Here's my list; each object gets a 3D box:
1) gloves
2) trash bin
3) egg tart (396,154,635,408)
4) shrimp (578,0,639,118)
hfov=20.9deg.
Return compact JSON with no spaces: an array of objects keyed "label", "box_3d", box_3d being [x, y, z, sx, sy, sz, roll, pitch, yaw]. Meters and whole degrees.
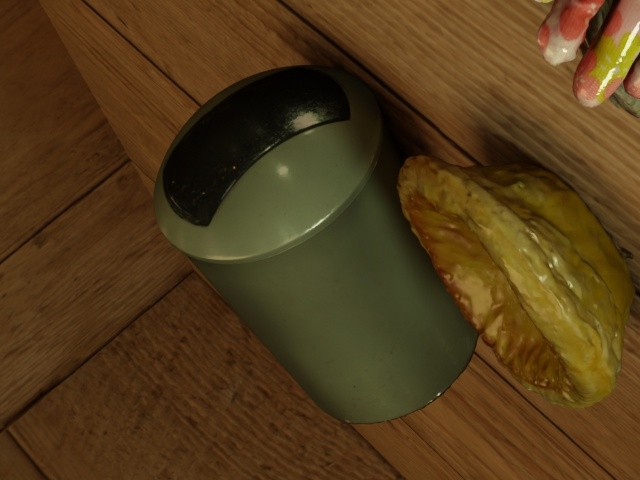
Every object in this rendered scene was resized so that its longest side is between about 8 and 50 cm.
[{"label":"gloves","box_3d":[0.203,-0.180,1.039,0.145,0.126,0.241,15,153,17]},{"label":"trash bin","box_3d":[0.000,0.000,2.024,0.280,0.280,0.432,38,167,46]},{"label":"egg tart","box_3d":[0.203,0.022,1.679,0.319,0.128,0.319,50,170,12]},{"label":"shrimp","box_3d":[0.213,-0.132,1.186,0.047,0.126,0.223,-14,129,32]}]
